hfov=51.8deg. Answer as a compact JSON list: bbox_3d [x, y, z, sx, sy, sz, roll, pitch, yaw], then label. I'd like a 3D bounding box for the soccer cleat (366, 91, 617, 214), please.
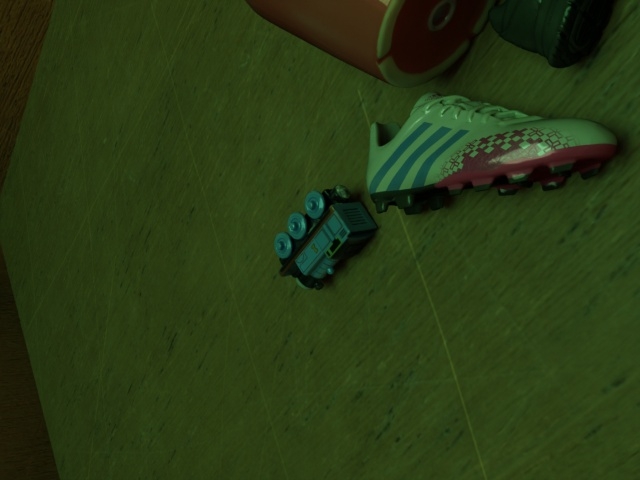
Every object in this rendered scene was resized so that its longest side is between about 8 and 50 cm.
[{"bbox_3d":[0.170,-0.118,0.766,0.331,0.116,0.143,-9,83,50],"label":"soccer cleat"}]

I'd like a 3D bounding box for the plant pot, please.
[{"bbox_3d":[0.067,-0.332,0.801,0.243,0.275,0.275,47,124,27],"label":"plant pot"}]

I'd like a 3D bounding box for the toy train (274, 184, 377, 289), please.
[{"bbox_3d":[0.000,0.000,1.000,0.184,0.080,0.105,-51,60,37],"label":"toy train"}]

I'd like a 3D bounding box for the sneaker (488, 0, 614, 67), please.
[{"bbox_3d":[0.254,-0.330,0.669,0.130,0.109,0.286,35,115,39],"label":"sneaker"}]
